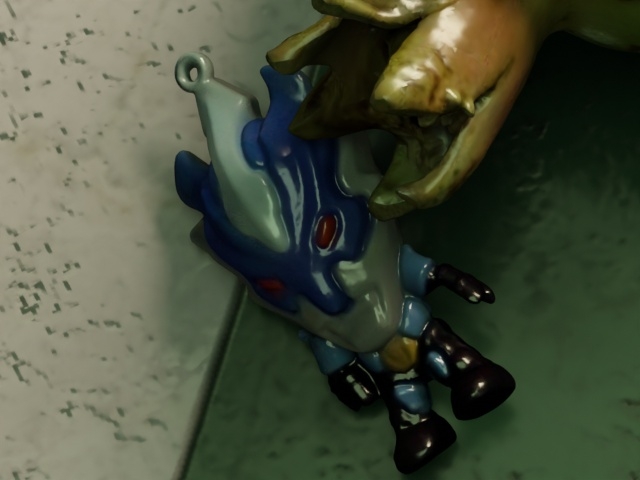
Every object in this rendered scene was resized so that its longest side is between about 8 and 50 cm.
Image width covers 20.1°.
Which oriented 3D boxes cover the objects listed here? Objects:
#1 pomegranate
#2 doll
[{"bbox_3d":[0.088,-0.166,0.683,0.286,0.231,0.231,-28,73,-12],"label":"pomegranate"},{"bbox_3d":[0.000,0.000,0.732,0.096,0.070,0.195,-43,76,26],"label":"doll"}]
